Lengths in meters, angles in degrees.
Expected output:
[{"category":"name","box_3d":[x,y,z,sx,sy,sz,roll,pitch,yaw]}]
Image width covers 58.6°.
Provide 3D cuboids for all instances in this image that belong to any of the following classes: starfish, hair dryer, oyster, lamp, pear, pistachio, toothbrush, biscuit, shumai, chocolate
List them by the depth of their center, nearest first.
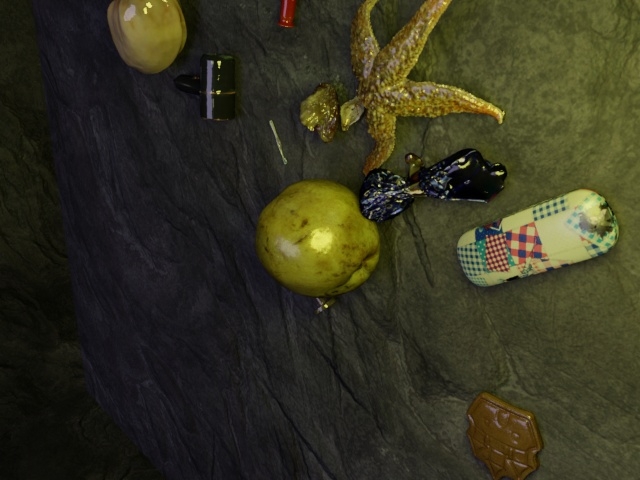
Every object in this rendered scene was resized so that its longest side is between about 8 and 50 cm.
[{"category":"starfish","box_3d":[0.177,-0.339,1.199,0.383,0.132,0.398,-3,105,44]},{"category":"chocolate","box_3d":[0.228,-0.122,1.210,0.343,0.126,0.149,-9,111,48]},{"category":"biscuit","box_3d":[0.410,0.462,1.295,0.182,0.034,0.216,19,117,43]},{"category":"oyster","box_3d":[0.075,-0.311,1.381,0.093,0.034,0.051,-37,92,36]},{"category":"pear","box_3d":[0.000,0.000,1.397,0.303,0.303,0.304,20,118,42]},{"category":"shumai","box_3d":[-0.005,-0.318,1.403,0.123,0.105,0.139,-169,96,-73]},{"category":"lamp","box_3d":[-0.049,0.107,1.607,0.215,0.121,0.121,55,137,5]},{"category":"toothbrush","box_3d":[-0.120,-0.280,1.620,0.013,0.011,0.132,-23,87,62]},{"category":"hair dryer","box_3d":[-0.381,-0.497,1.771,0.352,0.107,0.189,28,121,45]},{"category":"pistachio","box_3d":[-0.536,-0.675,1.777,0.237,0.229,0.321,30,143,-5]}]

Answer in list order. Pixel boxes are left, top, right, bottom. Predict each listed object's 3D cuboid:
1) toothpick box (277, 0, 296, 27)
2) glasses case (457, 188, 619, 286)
[{"category":"toothpick box","box_3d":[-0.083,-0.583,1.439,0.047,0.047,0.083,36,129,34]},{"category":"glasses case","box_3d":[0.403,0.002,1.100,0.327,0.076,0.125,-25,83,48]}]
